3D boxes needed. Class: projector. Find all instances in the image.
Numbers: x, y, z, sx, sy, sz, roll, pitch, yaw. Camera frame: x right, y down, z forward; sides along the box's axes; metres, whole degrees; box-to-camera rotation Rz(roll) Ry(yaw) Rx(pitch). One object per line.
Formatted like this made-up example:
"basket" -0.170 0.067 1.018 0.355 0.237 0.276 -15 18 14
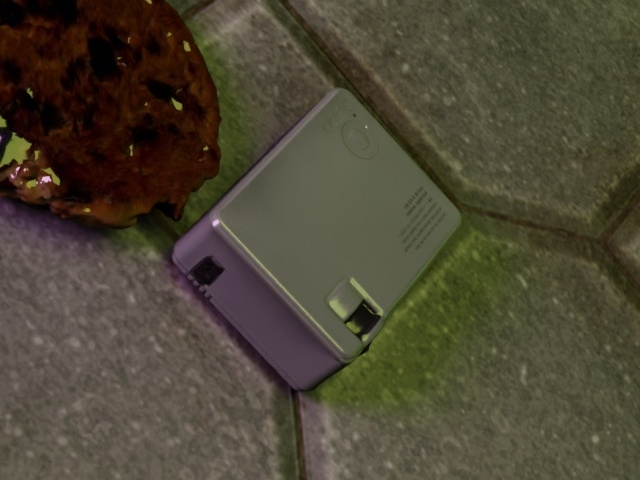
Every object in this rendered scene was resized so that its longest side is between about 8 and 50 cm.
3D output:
"projector" 0.000 0.000 1.677 0.192 0.099 0.257 46 45 -5

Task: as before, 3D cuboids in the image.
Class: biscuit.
"biscuit" -0.235 -0.138 1.592 0.334 0.081 0.289 14 55 -36
